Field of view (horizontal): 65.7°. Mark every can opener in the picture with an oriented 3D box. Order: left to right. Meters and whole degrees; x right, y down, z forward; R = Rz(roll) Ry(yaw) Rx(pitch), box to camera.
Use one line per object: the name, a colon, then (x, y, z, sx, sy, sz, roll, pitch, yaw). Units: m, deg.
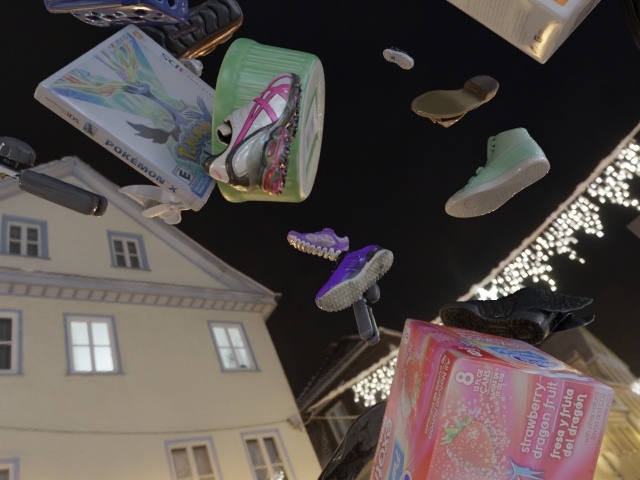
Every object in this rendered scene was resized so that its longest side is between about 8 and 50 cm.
can opener: (-0.563, -0.128, 0.999, 0.074, 0.280, 0.093, -3, -62, -83)
can opener: (0.164, 0.225, 1.684, 0.095, 0.284, 0.076, -34, -60, 15)

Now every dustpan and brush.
dustpan and brush: (-0.354, -0.081, 1.133, 0.211, 0.060, 0.147, -12, -36, 33)

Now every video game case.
video game case: (-0.292, -0.240, 0.912, 0.299, 0.329, 0.036, 37, -55, -19)

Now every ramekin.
ramekin: (-0.084, -0.215, 0.940, 0.148, 0.304, 0.304, 8, -43, 6)

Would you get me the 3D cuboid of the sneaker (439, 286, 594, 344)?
sneaker: (0.247, 0.093, 0.635, 0.089, 0.170, 0.051, -28, -70, -39)

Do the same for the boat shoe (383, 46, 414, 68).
boat shoe: (0.258, -0.594, 1.596, 0.040, 0.142, 0.049, -35, -44, -11)

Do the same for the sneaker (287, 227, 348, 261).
sneaker: (0.000, 0.000, 1.783, 0.236, 0.105, 0.095, 18, -13, -4)

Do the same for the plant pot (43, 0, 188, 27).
plant pot: (-0.422, -0.558, 0.978, 0.235, 0.212, 0.236, 2, -72, 14)

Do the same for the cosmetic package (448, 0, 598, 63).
cosmetic package: (0.361, -0.605, 1.010, 0.230, 0.453, 0.161, -49, -15, 0)

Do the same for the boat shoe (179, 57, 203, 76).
boat shoe: (-0.272, -0.377, 1.070, 0.035, 0.100, 0.035, -26, -54, -23)

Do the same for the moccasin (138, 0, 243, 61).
moccasin: (-0.387, -0.538, 1.334, 0.380, 0.139, 0.147, -41, 7, -19)

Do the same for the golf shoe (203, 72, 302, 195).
golf shoe: (-0.065, -0.126, 0.525, 0.085, 0.186, 0.068, 10, -44, 0)

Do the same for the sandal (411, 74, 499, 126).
sandal: (0.291, -0.284, 1.080, 0.240, 0.088, 0.079, -27, -31, -25)

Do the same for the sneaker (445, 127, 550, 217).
sneaker: (0.409, -0.165, 1.202, 0.255, 0.151, 0.094, -32, -46, 30)

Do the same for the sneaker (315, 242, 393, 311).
sneaker: (0.085, 0.108, 1.598, 0.293, 0.146, 0.102, -35, -48, -18)

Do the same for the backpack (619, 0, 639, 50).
backpack: (0.290, -0.204, 0.374, 0.101, 0.120, 0.098, -4, -22, 15)

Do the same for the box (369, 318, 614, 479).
box: (0.133, 0.244, 0.465, 0.142, 0.154, 0.300, 12, -87, -6)

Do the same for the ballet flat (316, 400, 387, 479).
ballet flat: (0.068, 0.416, 0.966, 0.250, 0.084, 0.058, -56, -3, 1)
